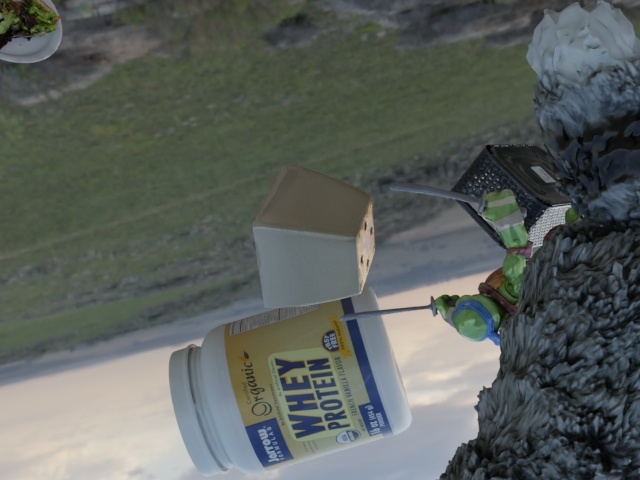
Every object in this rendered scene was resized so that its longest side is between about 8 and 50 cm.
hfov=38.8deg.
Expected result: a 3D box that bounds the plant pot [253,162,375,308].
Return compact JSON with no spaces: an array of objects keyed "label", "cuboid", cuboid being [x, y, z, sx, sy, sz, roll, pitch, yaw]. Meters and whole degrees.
[{"label":"plant pot","cuboid":[0.000,0.000,0.901,0.096,0.109,0.109,6,-141,14]}]

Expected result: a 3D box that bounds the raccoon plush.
[{"label":"raccoon plush","cuboid":[0.142,0.087,0.680,0.299,0.446,0.216,-24,180,-14]}]

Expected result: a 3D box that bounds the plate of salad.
[{"label":"plate of salad","cuboid":[-0.515,-0.379,1.486,0.200,0.200,0.048,-9,161,-45]}]

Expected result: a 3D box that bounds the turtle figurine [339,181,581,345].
[{"label":"turtle figurine","cuboid":[0.207,0.016,1.104,0.266,0.198,0.274,-16,-157,-41]}]

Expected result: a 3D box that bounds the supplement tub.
[{"label":"supplement tub","cuboid":[-0.043,0.212,1.341,0.316,0.228,0.228,-17,175,3]}]

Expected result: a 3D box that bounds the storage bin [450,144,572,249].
[{"label":"storage bin","cuboid":[0.278,-0.062,1.244,0.180,0.122,0.084,-9,141,-51]}]
